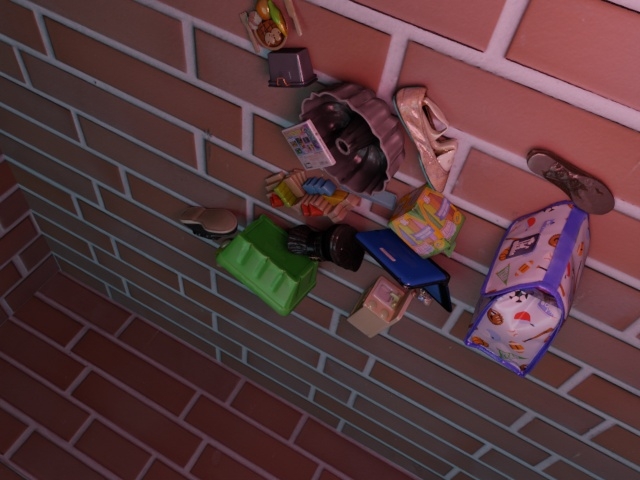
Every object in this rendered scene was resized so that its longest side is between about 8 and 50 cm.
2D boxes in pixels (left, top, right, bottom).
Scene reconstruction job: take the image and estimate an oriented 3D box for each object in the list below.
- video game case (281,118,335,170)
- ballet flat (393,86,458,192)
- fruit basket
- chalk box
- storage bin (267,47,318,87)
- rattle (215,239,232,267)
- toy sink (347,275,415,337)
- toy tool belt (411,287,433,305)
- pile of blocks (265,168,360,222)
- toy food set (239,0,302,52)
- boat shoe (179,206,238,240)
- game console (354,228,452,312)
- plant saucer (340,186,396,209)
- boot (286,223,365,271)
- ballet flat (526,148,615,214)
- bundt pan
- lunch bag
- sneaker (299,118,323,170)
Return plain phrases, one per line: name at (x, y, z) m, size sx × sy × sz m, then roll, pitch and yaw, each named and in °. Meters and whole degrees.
video game case at (-0.036, -0.272, 1.567) m, size 0.143 × 0.019 × 0.157 m, roll 57°, pitch 156°, yaw -18°
ballet flat at (0.296, -0.260, 1.421) m, size 0.106 × 0.108 × 0.316 m, roll -13°, pitch 125°, yaw 31°
fruit basket at (-0.208, 0.121, 2.160) m, size 0.391 × 0.283 × 0.392 m, roll 20°, pitch 131°, yaw 25°
chalk box at (0.332, -0.042, 1.619) m, size 0.213 × 0.132 × 0.132 m, roll 41°, pitch 145°, yaw -11°
storage bin at (-0.087, -0.476, 1.495) m, size 0.135 × 0.098 × 0.091 m, roll 11°, pitch 128°, yaw 31°
rattle at (-0.354, 0.059, 2.369) m, size 0.199 × 0.130 × 0.143 m, roll -30°, pitch 124°, yaw 25°
toy sink at (0.221, 0.238, 2.027) m, size 0.131 × 0.153 × 0.234 m, roll 38°, pitch 146°, yaw -3°
toy tool belt at (0.373, 0.191, 1.943) m, size 0.083 × 0.052 × 0.051 m, roll 32°, pitch 114°, yaw 0°
pile of blocks at (-0.054, -0.146, 1.833) m, size 0.362 × 0.113 × 0.149 m, roll 11°, pitch 139°, yaw 30°
toy food set at (-0.142, -0.572, 1.443) m, size 0.192 × 0.038 × 0.133 m, roll -4°, pitch 116°, yaw 43°
boat shoe at (-0.451, -0.056, 2.261) m, size 0.339 × 0.127 × 0.113 m, roll 8°, pitch 138°, yaw 36°
game console at (0.262, 0.104, 1.721) m, size 0.293 × 0.250 × 0.174 m, roll 46°, pitch 133°, yaw 44°
plant saucer at (0.153, -0.158, 1.729) m, size 0.192 × 0.018 × 0.067 m, roll 25°, pitch 144°, yaw 16°
boot at (-0.002, 0.004, 1.872) m, size 0.260 × 0.131 × 0.348 m, roll 21°, pitch 167°, yaw 18°
ballet flat at (0.613, -0.149, 1.334) m, size 0.249 × 0.058 × 0.084 m, roll 31°, pitch 124°, yaw -4°
bundt pan at (0.099, -0.289, 1.486) m, size 0.330 × 0.124 × 0.331 m, roll 37°, pitch 154°, yaw 22°
lunch bag at (0.563, 0.114, 1.444) m, size 0.238 × 0.328 × 0.386 m, roll 27°, pitch 146°, yaw 14°
sneaker at (-0.030, -0.298, 1.673) m, size 0.094 × 0.080 × 0.212 m, roll 16°, pitch 144°, yaw 44°
